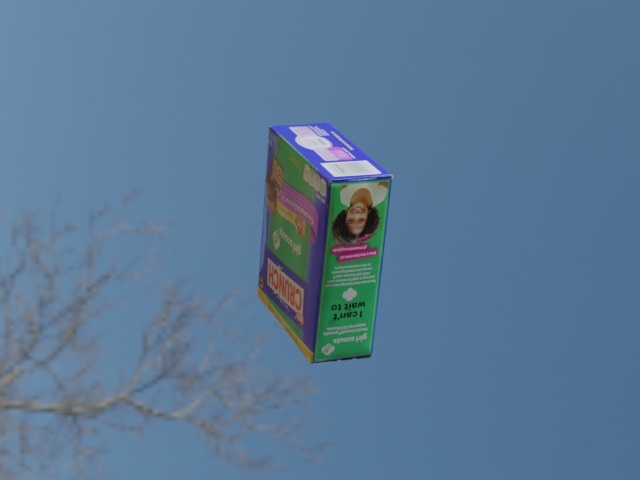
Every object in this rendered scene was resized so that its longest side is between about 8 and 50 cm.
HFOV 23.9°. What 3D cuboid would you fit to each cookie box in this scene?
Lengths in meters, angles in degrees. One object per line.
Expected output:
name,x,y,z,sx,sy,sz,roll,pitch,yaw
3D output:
cookie box,0.000,0.000,0.831,0.092,0.040,0.107,-135,-135,-58
